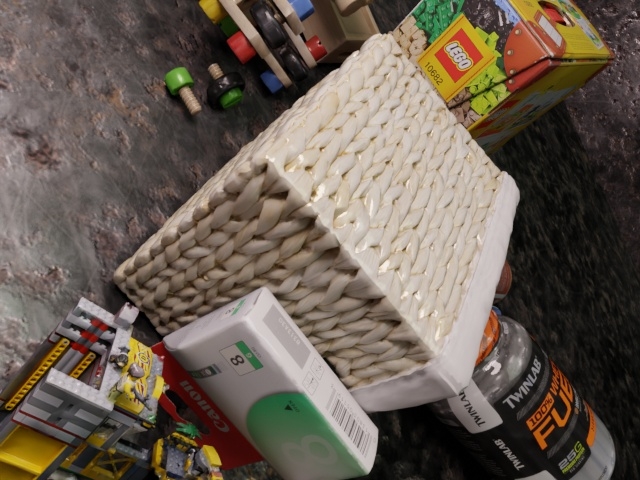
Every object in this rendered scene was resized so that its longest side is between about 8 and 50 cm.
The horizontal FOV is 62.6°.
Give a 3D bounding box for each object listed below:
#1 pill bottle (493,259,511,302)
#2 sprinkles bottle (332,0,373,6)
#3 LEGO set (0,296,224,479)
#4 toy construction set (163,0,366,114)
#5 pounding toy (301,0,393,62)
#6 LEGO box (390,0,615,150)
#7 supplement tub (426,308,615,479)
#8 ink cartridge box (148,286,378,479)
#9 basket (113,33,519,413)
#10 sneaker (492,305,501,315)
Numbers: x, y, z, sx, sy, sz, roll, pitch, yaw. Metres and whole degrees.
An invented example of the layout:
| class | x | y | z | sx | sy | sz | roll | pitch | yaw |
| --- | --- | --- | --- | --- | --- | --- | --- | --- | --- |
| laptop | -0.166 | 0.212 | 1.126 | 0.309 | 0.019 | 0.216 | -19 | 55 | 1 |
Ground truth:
| class | x | y | z | sx | sy | sz | roll | pitch | yaw |
| --- | --- | --- | --- | --- | --- | --- | --- | --- | --- |
| pill bottle | 0.279 | 0.063 | 0.991 | 0.216 | 0.121 | 0.121 | 13 | 61 | -59 |
| sprinkles bottle | -0.004 | -0.529 | 0.898 | 0.121 | 0.121 | 0.355 | 16 | 35 | -42 |
| LEGO set | -0.143 | 0.197 | 0.367 | 0.255 | 0.192 | 0.331 | 40 | 15 | -17 |
| toy construction set | -0.077 | -0.366 | 0.730 | 0.237 | 0.308 | 0.257 | 59 | 33 | -1 |
| pounding toy | 0.061 | -0.385 | 1.023 | 0.181 | 0.094 | 0.206 | -24 | 90 | -49 |
| LEGO box | 0.282 | -0.282 | 0.980 | 0.500 | 0.372 | 0.193 | -24 | 78 | -50 |
| supplement tub | 0.309 | 0.270 | 0.880 | 0.338 | 0.207 | 0.207 | 47 | 44 | -12 |
| ink cartridge box | -0.084 | 0.161 | 0.502 | 0.181 | 0.224 | 0.056 | 53 | 31 | -14 |
| basket | 0.000 | 0.000 | 0.606 | 0.266 | 0.328 | 0.331 | 47 | 44 | -15 |
| sneaker | 0.323 | 0.175 | 1.049 | 0.211 | 0.081 | 0.080 | -15 | 82 | -51 |
